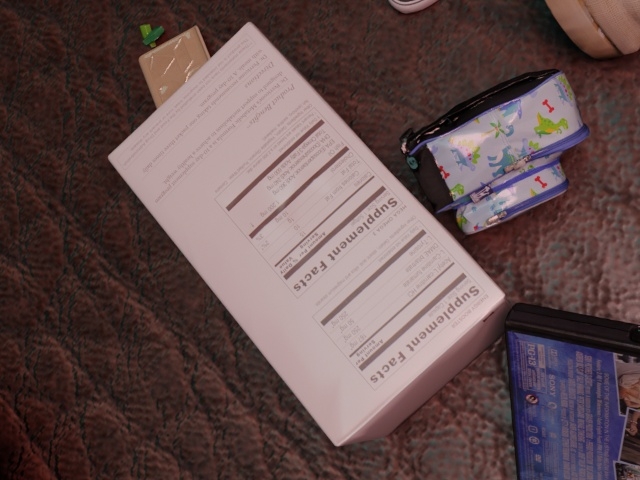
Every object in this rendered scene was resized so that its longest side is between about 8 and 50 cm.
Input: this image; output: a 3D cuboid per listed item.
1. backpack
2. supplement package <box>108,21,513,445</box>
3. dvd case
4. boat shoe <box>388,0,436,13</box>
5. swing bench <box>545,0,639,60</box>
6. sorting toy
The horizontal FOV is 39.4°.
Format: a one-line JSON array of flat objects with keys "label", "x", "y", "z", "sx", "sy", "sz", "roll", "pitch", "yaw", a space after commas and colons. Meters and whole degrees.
[{"label": "backpack", "x": 0.120, "y": -0.059, "z": 0.597, "sx": 0.114, "sy": 0.105, "sz": 0.084, "roll": -29, "pitch": 96, "yaw": 9}, {"label": "supplement package", "x": 0.000, "y": 0.000, "z": 0.603, "sx": 0.134, "sy": 0.139, "sz": 0.244, "roll": -43, "pitch": 71, "yaw": 6}, {"label": "dvd case", "x": 0.228, "y": 0.128, "z": 0.488, "sx": 0.253, "sy": 0.180, "sz": 0.022, "roll": 10, "pitch": 40, "yaw": 29}, {"label": "boat shoe", "x": 0.097, "y": -0.233, "z": 0.662, "sx": 0.049, "sy": 0.040, "sz": 0.142, "roll": 43, "pitch": 95, "yaw": 19}, {"label": "swing bench", "x": 0.245, "y": -0.267, "z": 0.515, "sx": 0.253, "sy": 0.165, "sz": 0.255, "roll": -12, "pitch": 77, "yaw": 36}, {"label": "sorting toy", "x": -0.119, "y": -0.149, "z": 0.733, "sx": 0.062, "sy": 0.012, "sz": 0.083, "roll": -26, "pitch": 78, "yaw": 17}]
